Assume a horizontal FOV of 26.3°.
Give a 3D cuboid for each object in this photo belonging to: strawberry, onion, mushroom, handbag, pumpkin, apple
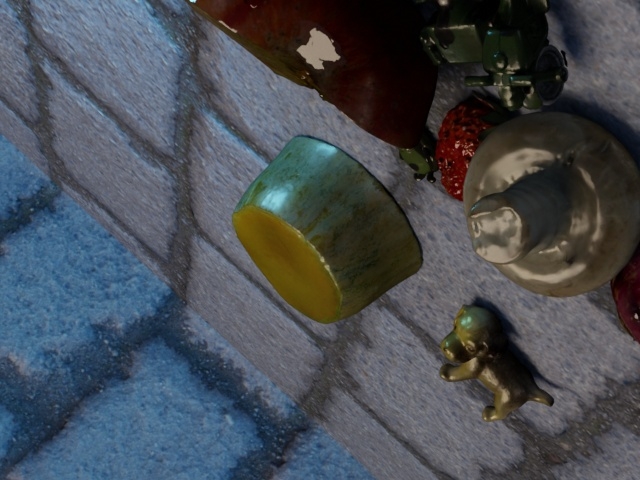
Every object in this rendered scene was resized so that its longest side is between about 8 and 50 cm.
[{"bbox_3d":[0.209,-0.117,1.941,0.174,0.098,0.228,52,159,-17],"label":"strawberry"},{"bbox_3d":[0.453,0.075,1.773,0.177,0.153,0.177,40,173,6],"label":"onion"},{"bbox_3d":[0.277,-0.041,1.721,0.243,0.243,0.243,39,160,17],"label":"mushroom"},{"bbox_3d":[0.143,-0.143,2.097,0.072,0.047,0.111,11,144,56],"label":"handbag"},{"bbox_3d":[0.000,0.000,2.460,0.332,0.199,0.332,36,159,16],"label":"pumpkin"},{"bbox_3d":[-0.002,-0.251,1.800,0.365,0.295,0.329,0,-105,-83],"label":"apple"}]

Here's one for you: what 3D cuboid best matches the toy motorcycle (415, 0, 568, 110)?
[{"bbox_3d":[0.174,-0.269,1.617,0.205,0.127,0.275,3,128,42],"label":"toy motorcycle"}]

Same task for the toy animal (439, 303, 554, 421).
[{"bbox_3d":[0.293,0.216,2.431,0.233,0.121,0.168,47,150,-15],"label":"toy animal"}]
